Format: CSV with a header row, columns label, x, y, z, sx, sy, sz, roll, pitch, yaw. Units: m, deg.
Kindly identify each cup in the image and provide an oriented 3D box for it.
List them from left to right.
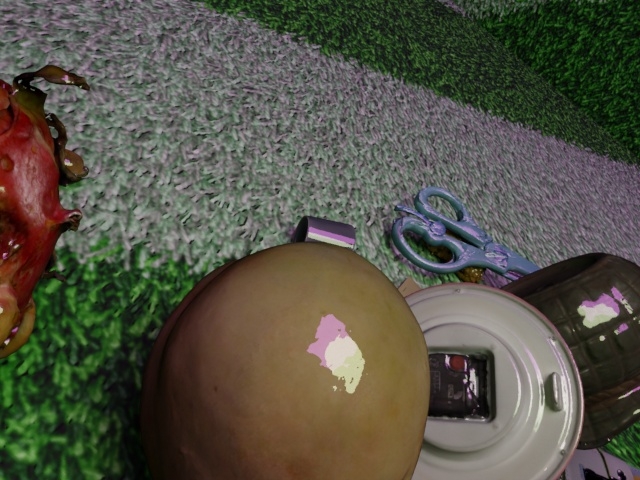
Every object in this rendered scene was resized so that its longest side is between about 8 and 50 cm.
label,x,y,z,sx,sy,sz,roll,pitch,yaw
cup,0.000,0.000,0.836,0.077,0.078,0.100,16,11,-19

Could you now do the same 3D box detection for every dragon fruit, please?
label,x,y,z,sx,sy,sz,roll,pitch,yaw
dragon fruit,-0.338,-0.009,0.448,0.269,0.250,0.291,-7,73,-32

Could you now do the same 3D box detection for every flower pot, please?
label,x,y,z,sx,sy,sz,roll,pitch,yaw
flower pot,0.364,0.158,0.813,0.302,0.302,0.213,-21,83,-46

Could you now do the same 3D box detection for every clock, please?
label,x,y,z,sx,sy,sz,roll,pitch,yaw
clock,0.148,0.159,0.575,0.056,0.244,0.244,50,18,-55

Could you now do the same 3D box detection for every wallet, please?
label,x,y,z,sx,sy,sz,roll,pitch,yaw
wallet,0.437,0.391,0.797,0.231,0.069,0.170,32,45,-9

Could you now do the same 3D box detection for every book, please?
label,x,y,z,sx,sy,sz,roll,pitch,yaw
book,0.170,0.116,0.891,0.111,0.014,0.077,45,41,7

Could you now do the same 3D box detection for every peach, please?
label,x,y,z,sx,sy,sz,roll,pitch,yaw
peach,-0.040,0.145,0.503,0.247,0.292,0.292,40,33,-39

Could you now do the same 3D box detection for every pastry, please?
label,x,y,z,sx,sy,sz,roll,pitch,yaw
pastry,0.257,0.019,1.015,0.140,0.056,0.080,40,51,-2

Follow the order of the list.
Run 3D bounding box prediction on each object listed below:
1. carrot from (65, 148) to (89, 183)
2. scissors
label,x,y,z,sx,sy,sz,roll,pitch,yaw
carrot,-0.414,-0.105,0.642,0.254,0.049,0.049,6,50,-27
scissors,0.309,0.030,0.975,0.393,0.032,0.180,28,59,-2
